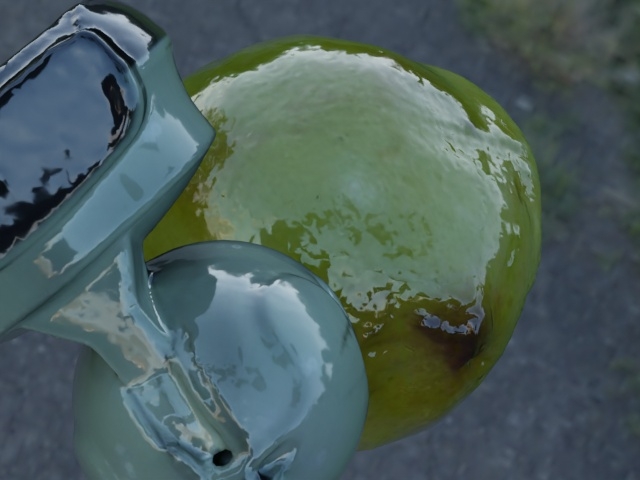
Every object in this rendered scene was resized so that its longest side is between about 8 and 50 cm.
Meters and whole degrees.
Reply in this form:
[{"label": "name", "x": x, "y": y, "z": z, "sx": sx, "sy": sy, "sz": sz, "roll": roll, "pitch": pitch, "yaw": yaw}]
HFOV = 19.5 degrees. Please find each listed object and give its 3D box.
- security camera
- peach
[{"label": "security camera", "x": -0.087, "y": 0.034, "z": 0.938, "sx": 0.277, "sy": 0.197, "sz": 0.191, "roll": 49, "pitch": 4, "yaw": -7}, {"label": "peach", "x": -0.006, "y": 0.000, "z": 1.341, "sx": 0.281, "sy": 0.314, "sz": 0.316, "roll": 30, "pitch": 30, "yaw": -41}]
